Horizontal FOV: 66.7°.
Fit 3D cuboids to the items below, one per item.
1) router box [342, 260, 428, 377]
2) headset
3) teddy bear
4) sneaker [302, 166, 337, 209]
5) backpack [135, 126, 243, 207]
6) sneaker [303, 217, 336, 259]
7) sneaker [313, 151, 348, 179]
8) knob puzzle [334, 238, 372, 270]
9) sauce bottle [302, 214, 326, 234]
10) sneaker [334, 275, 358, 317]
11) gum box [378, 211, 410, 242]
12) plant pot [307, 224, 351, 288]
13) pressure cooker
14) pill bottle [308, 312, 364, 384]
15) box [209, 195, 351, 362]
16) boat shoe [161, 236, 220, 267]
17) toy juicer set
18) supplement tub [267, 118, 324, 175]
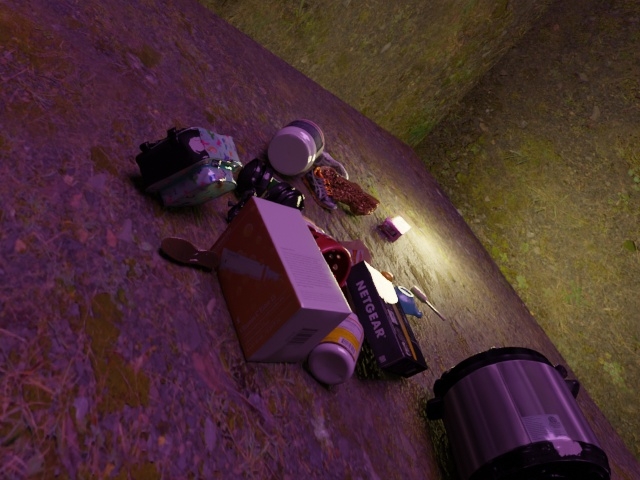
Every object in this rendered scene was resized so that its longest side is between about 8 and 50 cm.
[{"bbox_3d":[0.193,0.237,1.439,0.243,0.081,0.308,38,27,-55],"label":"router box"},{"bbox_3d":[-0.190,-0.142,1.603,0.243,0.185,0.394,39,10,2],"label":"headset"},{"bbox_3d":[0.097,-0.217,2.162,0.338,0.113,0.245,31,19,-8],"label":"teddy bear"},{"bbox_3d":[0.007,-0.216,2.025,0.214,0.083,0.084,55,25,19],"label":"sneaker"},{"bbox_3d":[-0.336,-0.200,1.329,0.190,0.225,0.253,67,21,-3],"label":"backpack"},{"bbox_3d":[0.000,0.000,1.613,0.240,0.091,0.126,32,-9,-26],"label":"sneaker"},{"bbox_3d":[0.045,-0.363,2.307,0.232,0.090,0.115,42,21,-5],"label":"sneaker"},{"bbox_3d":[0.104,0.087,1.617,0.030,0.213,0.213,15,0,43],"label":"knob puzzle"},{"bbox_3d":[-0.034,-0.049,1.748,0.128,0.042,0.042,31,28,-22],"label":"sauce bottle"},{"bbox_3d":[0.035,0.196,1.463,0.128,0.087,0.221,8,44,-16],"label":"sneaker"},{"bbox_3d":[0.354,-0.063,2.326,0.107,0.062,0.188,47,25,7],"label":"gum box"},{"bbox_3d":[-0.035,0.060,1.392,0.191,0.191,0.174,16,16,-45],"label":"plant pot"},{"bbox_3d":[0.533,0.500,1.348,0.370,0.375,0.420,28,30,-24],"label":"pressure cooker"},{"bbox_3d":[0.048,0.272,1.281,0.117,0.117,0.215,42,25,-3],"label":"pill bottle"},{"bbox_3d":[-0.111,0.096,1.201,0.168,0.215,0.345,15,37,-44],"label":"box"},{"bbox_3d":[-0.323,0.030,1.196,0.153,0.048,0.056,19,80,-36],"label":"boat shoe"},{"bbox_3d":[0.279,0.204,1.784,0.329,0.089,0.209,24,17,-19],"label":"toy juicer set"},{"bbox_3d":[-0.099,-0.384,1.998,0.191,0.191,0.272,41,25,-7],"label":"supplement tub"}]
